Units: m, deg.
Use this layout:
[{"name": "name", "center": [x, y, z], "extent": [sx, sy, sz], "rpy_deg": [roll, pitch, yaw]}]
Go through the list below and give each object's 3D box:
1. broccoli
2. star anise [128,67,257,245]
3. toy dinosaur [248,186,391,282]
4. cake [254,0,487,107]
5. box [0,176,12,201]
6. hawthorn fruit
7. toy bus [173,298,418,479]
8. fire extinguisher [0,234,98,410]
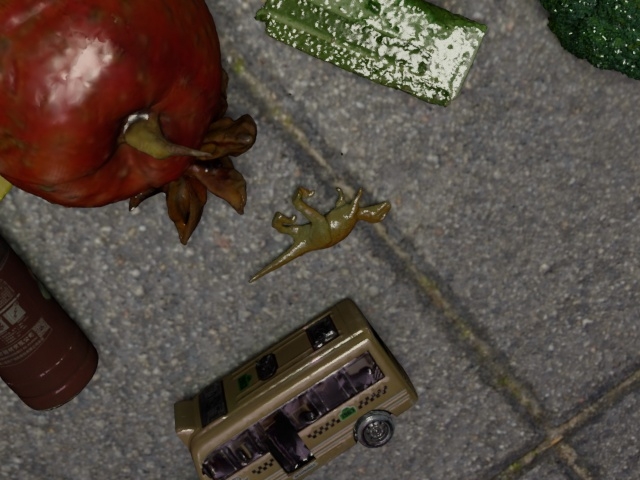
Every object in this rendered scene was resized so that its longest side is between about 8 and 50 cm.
[{"name": "broccoli", "center": [0.363, -0.285, 0.822], "extent": [0.269, 0.261, 0.242], "rpy_deg": [-3, 76, -14]}, {"name": "star anise", "center": [-0.145, -0.108, 0.835], "extent": [0.196, 0.111, 0.212], "rpy_deg": [35, 135, -4]}, {"name": "toy dinosaur", "center": [0.000, 0.000, 0.955], "extent": [0.126, 0.039, 0.162], "rpy_deg": [19, 110, -21]}, {"name": "cake", "center": [0.056, -0.224, 0.833], "extent": [0.235, 0.099, 0.100], "rpy_deg": [17, 108, -18]}, {"name": "box", "center": [-0.332, -0.172, 0.802], "extent": [0.153, 0.041, 0.279], "rpy_deg": [34, 103, -25]}, {"name": "hawthorn fruit", "center": [-0.216, -0.159, 0.676], "extent": [0.258, 0.258, 0.262], "rpy_deg": [-10, 79, -8]}, {"name": "toy bus", "center": [-0.037, 0.210, 0.986], "extent": [0.289, 0.139, 0.157], "rpy_deg": [-32, 113, 2]}, {"name": "fire extinguisher", "center": [-0.353, 0.031, 0.828], "extent": [0.138, 0.102, 0.344], "rpy_deg": [-23, 125, 5]}]
